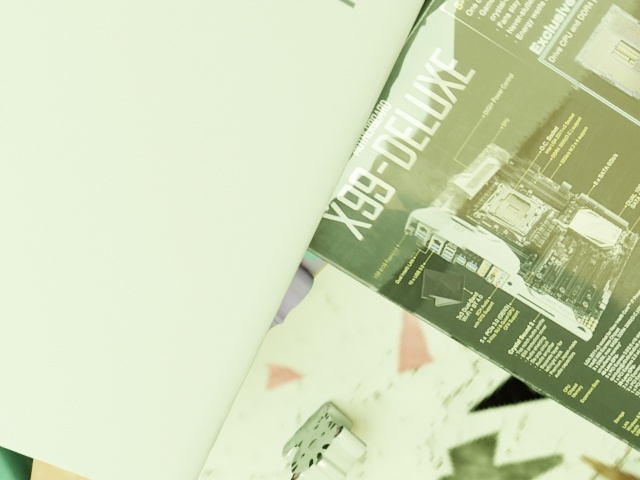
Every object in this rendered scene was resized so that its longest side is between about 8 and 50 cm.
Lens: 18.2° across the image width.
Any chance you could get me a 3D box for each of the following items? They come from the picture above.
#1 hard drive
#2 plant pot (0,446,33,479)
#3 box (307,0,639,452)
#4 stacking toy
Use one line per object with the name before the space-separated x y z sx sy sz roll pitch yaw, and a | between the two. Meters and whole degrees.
hard drive | -0.077 -0.072 0.794 0.210 0.040 0.318 26 89 -31
plant pot | -0.249 0.025 0.879 0.166 0.165 0.234 -23 102 -1
box | 0.161 -0.072 0.884 0.242 0.076 0.307 31 104 -10
stacking toy | 0.000 0.000 0.965 0.167 0.052 0.221 40 97 -18
